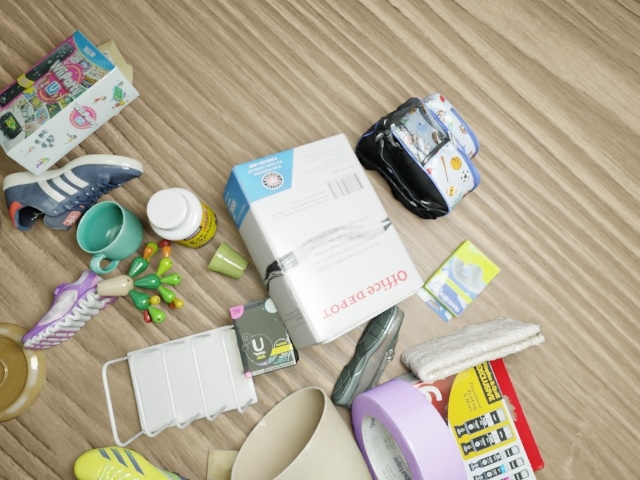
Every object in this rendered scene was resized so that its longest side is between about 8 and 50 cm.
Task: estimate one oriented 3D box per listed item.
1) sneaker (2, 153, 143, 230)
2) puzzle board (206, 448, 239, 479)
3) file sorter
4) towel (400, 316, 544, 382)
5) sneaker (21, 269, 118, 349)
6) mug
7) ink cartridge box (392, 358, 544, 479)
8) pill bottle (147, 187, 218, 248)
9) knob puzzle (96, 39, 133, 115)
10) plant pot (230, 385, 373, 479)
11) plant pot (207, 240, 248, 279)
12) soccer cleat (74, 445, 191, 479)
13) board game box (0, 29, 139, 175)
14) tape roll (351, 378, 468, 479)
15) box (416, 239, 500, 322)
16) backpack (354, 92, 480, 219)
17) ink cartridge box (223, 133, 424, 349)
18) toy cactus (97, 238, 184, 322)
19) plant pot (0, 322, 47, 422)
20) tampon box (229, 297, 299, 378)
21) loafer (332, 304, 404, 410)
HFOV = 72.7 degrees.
[{"bbox_3d":[-0.591,-0.105,1.059,0.349,0.131,0.148,-12,80,9],"label":"sneaker"},{"bbox_3d":[-0.200,0.541,1.016,0.128,0.011,0.097,2,83,2],"label":"puzzle board"},{"bbox_3d":[-0.308,0.316,0.969,0.277,0.173,0.193,-15,81,-1],"label":"file sorter"},{"bbox_3d":[0.326,0.234,0.965,0.282,0.187,0.049,-19,86,-3],"label":"towel"},{"bbox_3d":[-0.607,0.160,1.040,0.236,0.095,0.104,-40,78,-11],"label":"sneaker"},{"bbox_3d":[-0.503,-0.005,1.045,0.129,0.097,0.158,32,82,24],"label":"mug"},{"bbox_3d":[0.347,0.420,0.967,0.271,0.130,0.310,-20,82,-3],"label":"ink cartridge box"},{"bbox_3d":[-0.315,-0.050,0.999,0.117,0.215,0.117,0,82,1],"label":"pill bottle"},{"bbox_3d":[-0.578,-0.407,1.147,0.213,0.030,0.213,0,81,0],"label":"knob puzzle"},{"bbox_3d":[-0.003,0.504,0.919,0.256,0.256,0.274,-40,99,-5],"label":"plant pot"},{"bbox_3d":[-0.220,0.055,1.058,0.079,0.083,0.083,31,83,-7],"label":"plant pot"},{"bbox_3d":[-0.417,0.538,0.963,0.289,0.121,0.094,18,83,3],"label":"soccer cleat"},{"bbox_3d":[-0.620,-0.331,1.034,0.303,0.097,0.224,-43,62,-8],"label":"board game box"},{"bbox_3d":[0.170,0.432,0.888,0.090,0.275,0.275,-15,81,-22],"label":"tape roll"},{"bbox_3d":[0.333,0.099,1.057,0.109,0.042,0.178,43,84,7],"label":"box"},{"bbox_3d":[0.233,-0.184,1.005,0.213,0.276,0.263,-35,96,-3],"label":"backpack"},{"bbox_3d":[0.000,0.000,0.969,0.285,0.166,0.395,-23,81,-27],"label":"ink cartridge box"},{"bbox_3d":[-0.422,0.100,1.027,0.180,0.112,0.219,-7,68,-17],"label":"toy cactus"},{"bbox_3d":[-0.783,0.318,1.045,0.236,0.032,0.237,0,81,0],"label":"plant pot"},{"bbox_3d":[-0.128,0.220,1.015,0.120,0.101,0.161,-16,82,-2],"label":"tampon box"},{"bbox_3d":[0.127,0.275,1.021,0.084,0.096,0.268,32,90,-15],"label":"loafer"}]
